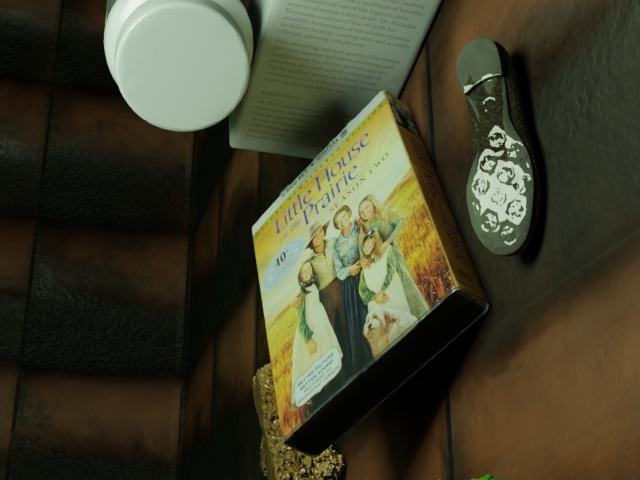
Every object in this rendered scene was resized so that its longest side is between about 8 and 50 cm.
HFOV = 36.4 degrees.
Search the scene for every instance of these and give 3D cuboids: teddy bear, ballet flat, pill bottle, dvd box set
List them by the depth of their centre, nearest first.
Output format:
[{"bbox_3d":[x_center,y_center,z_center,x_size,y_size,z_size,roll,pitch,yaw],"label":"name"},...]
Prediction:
[{"bbox_3d":[0.192,-0.099,1.031,0.084,0.058,0.250,-21,63,32],"label":"ballet flat"},{"bbox_3d":[0.041,0.027,1.271,0.307,0.062,0.420,-44,34,25],"label":"dvd box set"},{"bbox_3d":[-0.203,-0.297,1.379,0.361,0.204,0.204,-112,32,-60],"label":"pill bottle"},{"bbox_3d":[-0.029,0.364,1.564,0.245,0.113,0.338,104,156,-50],"label":"teddy bear"}]

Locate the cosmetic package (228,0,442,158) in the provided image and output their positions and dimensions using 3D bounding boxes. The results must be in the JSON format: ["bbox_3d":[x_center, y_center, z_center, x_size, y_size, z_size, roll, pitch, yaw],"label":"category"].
[{"bbox_3d":[0.022,-0.327,1.388,0.453,0.230,0.162,115,157,-46],"label":"cosmetic package"}]

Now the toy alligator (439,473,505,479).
[{"bbox_3d":[0.169,0.257,0.972,0.051,0.056,0.189,-42,12,-8],"label":"toy alligator"}]

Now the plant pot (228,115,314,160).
[{"bbox_3d":[-0.067,-0.297,1.752,0.293,0.196,0.293,-173,90,-74],"label":"plant pot"}]
